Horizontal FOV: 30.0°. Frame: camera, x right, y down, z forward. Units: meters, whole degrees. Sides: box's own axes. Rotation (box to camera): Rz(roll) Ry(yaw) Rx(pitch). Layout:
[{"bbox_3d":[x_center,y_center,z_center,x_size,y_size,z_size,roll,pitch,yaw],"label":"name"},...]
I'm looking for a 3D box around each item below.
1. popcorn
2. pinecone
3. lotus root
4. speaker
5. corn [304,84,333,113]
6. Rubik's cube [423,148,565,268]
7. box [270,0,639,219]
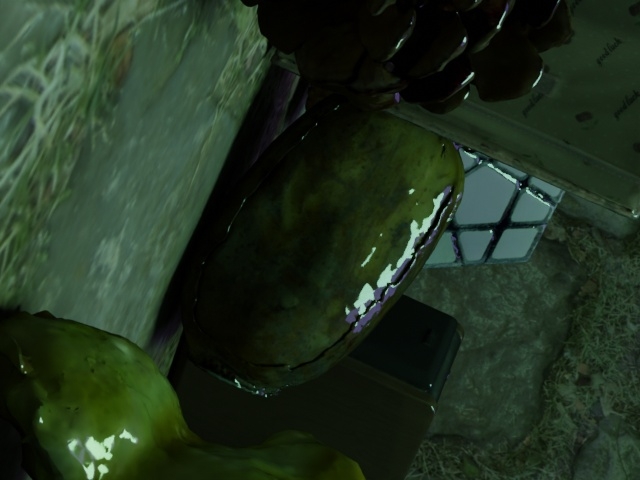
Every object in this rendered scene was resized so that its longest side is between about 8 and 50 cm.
[{"bbox_3d":[-0.081,0.222,0.571,0.326,0.290,0.321,-27,-138,62],"label":"popcorn"},{"bbox_3d":[0.040,-0.161,0.622,0.204,0.184,0.179,12,85,-76],"label":"pinecone"},{"bbox_3d":[0.000,0.000,0.950,0.275,0.160,0.152,-52,-176,-1],"label":"lotus root"},{"bbox_3d":[-0.008,0.129,1.117,0.153,0.231,0.192,-56,169,-60],"label":"speaker"},{"bbox_3d":[0.068,-0.218,1.078,0.312,0.102,0.102,-63,175,7],"label":"corn"},{"bbox_3d":[0.138,-0.111,1.291,0.264,0.319,0.319,-34,-162,44],"label":"Rubik's cube"},{"bbox_3d":[0.151,-0.202,0.866,0.190,0.297,0.225,108,9,-49],"label":"box"}]
